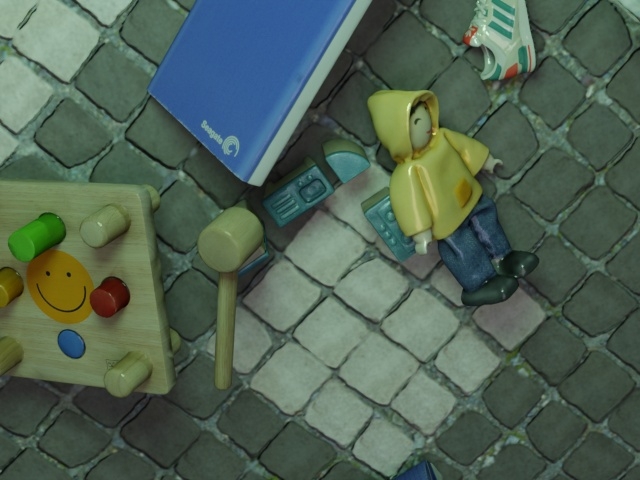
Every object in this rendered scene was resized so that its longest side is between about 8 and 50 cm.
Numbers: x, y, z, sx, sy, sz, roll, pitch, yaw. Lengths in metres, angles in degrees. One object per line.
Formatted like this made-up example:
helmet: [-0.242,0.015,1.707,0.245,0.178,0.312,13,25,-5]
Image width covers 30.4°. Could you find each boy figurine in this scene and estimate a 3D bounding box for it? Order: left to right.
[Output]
boy figurine: [0.155,-0.066,1.413,0.177,0.092,0.285,-41,110,-31]

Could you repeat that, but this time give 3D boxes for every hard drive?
hard drive: [-0.054,-0.248,1.295,0.040,0.210,0.319,14,113,-50]

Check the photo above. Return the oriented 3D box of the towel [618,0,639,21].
towel: [0.515,-0.334,1.259,0.374,0.090,0.320,-44,142,22]

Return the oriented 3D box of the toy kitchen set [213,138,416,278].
toy kitchen set: [0.000,0.000,1.424,0.207,0.122,0.166,-34,109,8]

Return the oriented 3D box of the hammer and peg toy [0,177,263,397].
hammer and peg toy: [-0.246,0.062,1.353,0.361,0.127,0.266,5,113,22]

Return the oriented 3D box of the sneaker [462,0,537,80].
sneaker: [0.201,-0.262,1.380,0.075,0.057,0.161,-20,113,-4]

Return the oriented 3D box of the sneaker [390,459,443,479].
sneaker: [0.010,0.393,1.567,0.315,0.127,0.182,-41,110,12]
